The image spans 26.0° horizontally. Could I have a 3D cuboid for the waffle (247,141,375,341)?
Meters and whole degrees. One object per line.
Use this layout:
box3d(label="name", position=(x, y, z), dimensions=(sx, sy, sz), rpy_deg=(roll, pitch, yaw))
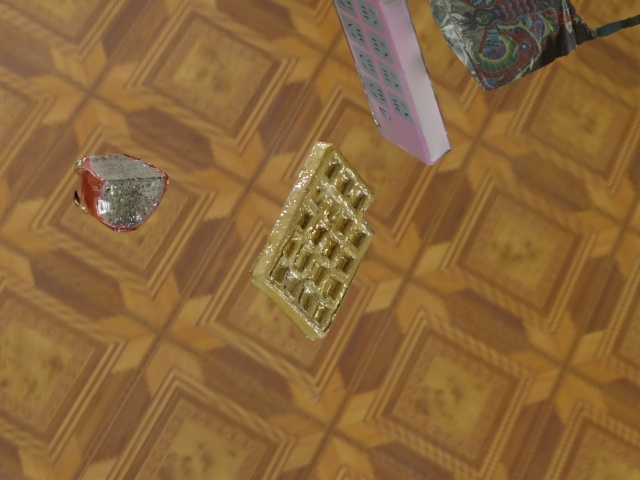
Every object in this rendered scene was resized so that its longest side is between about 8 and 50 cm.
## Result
box3d(label="waffle", position=(0.000, 0.000, 1.071), dimensions=(0.092, 0.021, 0.135), rpy_deg=(47, 57, -34))

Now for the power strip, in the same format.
box3d(label="power strip", position=(0.078, -0.203, 1.581), dimensions=(0.037, 0.279, 0.109), rpy_deg=(-38, 46, -15))

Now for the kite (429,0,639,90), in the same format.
box3d(label="kite", position=(0.227, -0.226, 1.250), dimensions=(0.152, 0.285, 0.015), rpy_deg=(59, 38, -24))

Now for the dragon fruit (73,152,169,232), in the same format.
box3d(label="dragon fruit", position=(-0.186, -0.042, 1.254), dimensions=(0.056, 0.060, 0.083), rpy_deg=(30, 28, 34))
